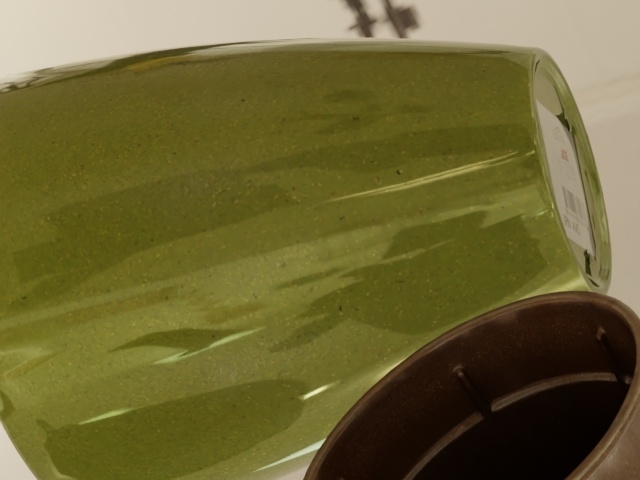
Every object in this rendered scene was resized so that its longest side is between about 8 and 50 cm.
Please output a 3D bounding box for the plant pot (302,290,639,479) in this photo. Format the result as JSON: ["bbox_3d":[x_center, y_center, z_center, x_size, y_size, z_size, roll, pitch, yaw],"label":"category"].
[{"bbox_3d":[0.103,0.136,0.697,0.167,0.165,0.167,-31,-158,14],"label":"plant pot"}]

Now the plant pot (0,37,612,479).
[{"bbox_3d":[0.000,0.000,0.905,0.294,0.274,0.275,-14,-159,20],"label":"plant pot"}]
